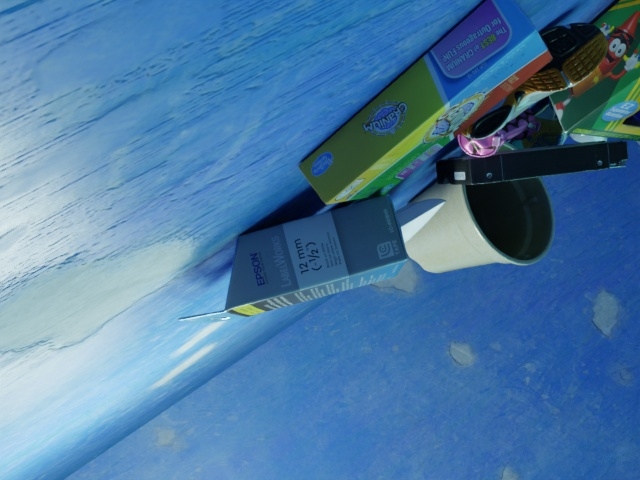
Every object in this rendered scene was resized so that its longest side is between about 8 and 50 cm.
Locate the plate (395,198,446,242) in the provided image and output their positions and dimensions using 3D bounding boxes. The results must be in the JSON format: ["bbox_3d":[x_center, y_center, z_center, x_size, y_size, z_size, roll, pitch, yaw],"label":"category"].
[{"bbox_3d":[0.121,0.005,1.493,0.277,0.045,0.278,-29,169,-18],"label":"plate"}]

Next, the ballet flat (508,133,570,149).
[{"bbox_3d":[0.703,-0.349,2.044,0.342,0.116,0.124,-42,-171,15],"label":"ballet flat"}]

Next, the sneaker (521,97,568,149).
[{"bbox_3d":[0.636,-0.326,1.733,0.131,0.112,0.296,-34,165,-25],"label":"sneaker"}]

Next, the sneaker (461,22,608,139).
[{"bbox_3d":[0.339,-0.264,1.097,0.262,0.099,0.121,-30,-179,17],"label":"sneaker"}]

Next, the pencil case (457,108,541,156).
[{"bbox_3d":[0.359,-0.224,1.329,0.209,0.098,0.095,-28,140,-47],"label":"pencil case"}]

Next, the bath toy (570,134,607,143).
[{"bbox_3d":[0.926,-0.427,2.070,0.348,0.129,0.151,-49,175,-6],"label":"bath toy"}]

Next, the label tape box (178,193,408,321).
[{"bbox_3d":[-0.046,0.042,1.081,0.347,0.115,0.249,-14,171,0],"label":"label tape box"}]

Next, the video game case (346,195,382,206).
[{"bbox_3d":[0.000,0.000,1.322,0.274,0.026,0.196,-32,169,-6],"label":"video game case"}]

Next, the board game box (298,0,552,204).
[{"bbox_3d":[0.147,-0.174,0.881,0.316,0.064,0.242,-39,171,23],"label":"board game box"}]

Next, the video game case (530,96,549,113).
[{"bbox_3d":[0.592,-0.352,1.815,0.166,0.015,0.119,-35,172,-4],"label":"video game case"}]

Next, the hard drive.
[{"bbox_3d":[0.446,-0.168,1.440,0.339,0.064,0.237,-6,-174,-5],"label":"hard drive"}]

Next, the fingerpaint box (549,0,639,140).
[{"bbox_3d":[0.719,-0.345,1.256,0.444,0.163,0.371,0,155,-31],"label":"fingerpaint box"}]

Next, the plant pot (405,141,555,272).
[{"bbox_3d":[0.387,-0.058,1.761,0.334,0.334,0.305,-29,-179,-38],"label":"plant pot"}]
